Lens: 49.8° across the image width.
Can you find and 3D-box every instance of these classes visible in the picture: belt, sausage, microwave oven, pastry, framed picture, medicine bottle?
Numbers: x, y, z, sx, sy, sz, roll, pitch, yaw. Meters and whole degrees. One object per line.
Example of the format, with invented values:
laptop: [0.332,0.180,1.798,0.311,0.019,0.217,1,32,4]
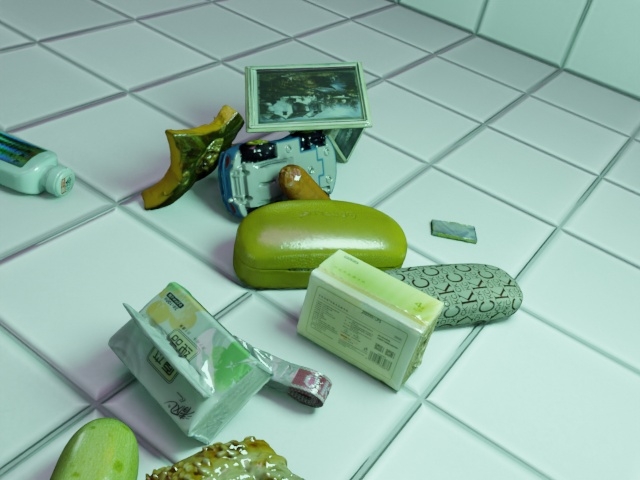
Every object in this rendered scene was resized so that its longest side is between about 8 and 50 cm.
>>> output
belt: [-0.093,0.224,1.201,0.232,0.071,0.053,18,54,10]
sausage: [-0.027,-0.097,1.550,0.076,0.197,0.076,-21,45,23]
microwave oven: [0.001,-0.326,1.808,0.194,0.145,0.240,29,-3,17]
pastry: [-0.106,0.389,0.904,0.255,0.161,0.311,-24,49,-37]
framed picture: [-0.034,-0.350,1.647,0.296,0.019,0.232,-4,55,-4]
medicine bottle: [-0.661,-0.166,1.536,0.229,0.083,0.121,21,38,12]

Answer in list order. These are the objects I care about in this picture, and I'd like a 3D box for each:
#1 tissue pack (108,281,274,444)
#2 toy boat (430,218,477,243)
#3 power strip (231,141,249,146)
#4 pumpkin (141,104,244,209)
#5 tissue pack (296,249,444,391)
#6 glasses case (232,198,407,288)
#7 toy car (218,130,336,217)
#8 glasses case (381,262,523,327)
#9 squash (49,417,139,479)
tissue pack: [-0.221,0.184,1.114,0.159,0.145,0.229,-45,61,-12]
toy boat: [0.331,-0.023,1.710,0.115,0.016,0.063,10,37,-2]
power strip: [-0.208,-0.230,1.734,0.049,0.028,0.178,-12,11,-30]
pumpkin: [-0.279,-0.204,1.581,0.095,0.258,0.290,41,42,0]
tissue pack: [0.090,0.147,1.286,0.234,0.159,0.125,27,38,19]
glasses case: [0.000,0.000,1.471,0.371,0.141,0.173,0,37,-18]
toy car: [-0.100,-0.158,1.633,0.314,0.198,0.166,-21,24,-40]
glasses case: [0.259,0.113,1.446,0.355,0.085,0.137,-3,38,-21]
squash: [-0.311,0.326,0.965,0.123,0.123,0.186,10,31,-4]
